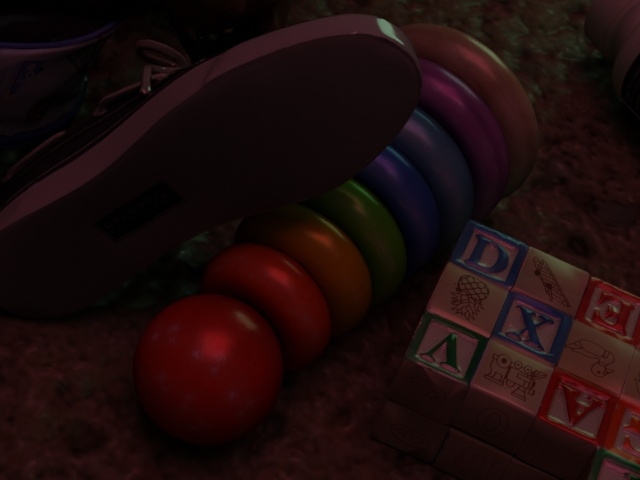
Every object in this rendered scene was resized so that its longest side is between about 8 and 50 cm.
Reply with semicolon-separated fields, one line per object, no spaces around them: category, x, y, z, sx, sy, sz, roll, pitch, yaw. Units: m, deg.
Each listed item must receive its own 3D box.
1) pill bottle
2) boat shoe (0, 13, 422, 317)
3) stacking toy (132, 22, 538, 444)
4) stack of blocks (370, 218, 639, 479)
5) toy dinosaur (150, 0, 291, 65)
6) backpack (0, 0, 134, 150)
pill bottle;0.288;-0.118;1.266;0.108;0.108;0.193;-21;59;-31
boat shoe;-0.078;-0.061;1.012;0.113;0.306;0.105;39;31;-34
stacking toy;0.000;0.000;1.065;0.141;0.141;0.330;35;53;14
stack of blocks;0.188;0.128;1.033;0.297;0.087;0.171;25;48;5
toy dinosaur;-0.064;-0.172;1.062;0.127;0.200;0.295;20;3;33
backpack;-0.260;-0.162;1.062;0.263;0.213;0.277;1;56;-23
